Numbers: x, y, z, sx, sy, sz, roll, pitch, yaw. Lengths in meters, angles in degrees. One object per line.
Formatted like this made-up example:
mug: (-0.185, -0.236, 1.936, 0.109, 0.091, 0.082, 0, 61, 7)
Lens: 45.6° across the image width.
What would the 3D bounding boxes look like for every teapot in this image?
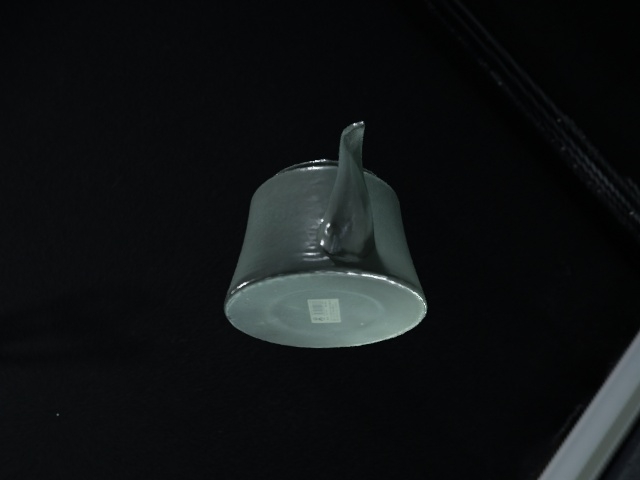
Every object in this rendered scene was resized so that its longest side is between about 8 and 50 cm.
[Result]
teapot: (0.000, 0.000, 0.653, 0.163, 0.239, 0.148, 4, -117, -11)
